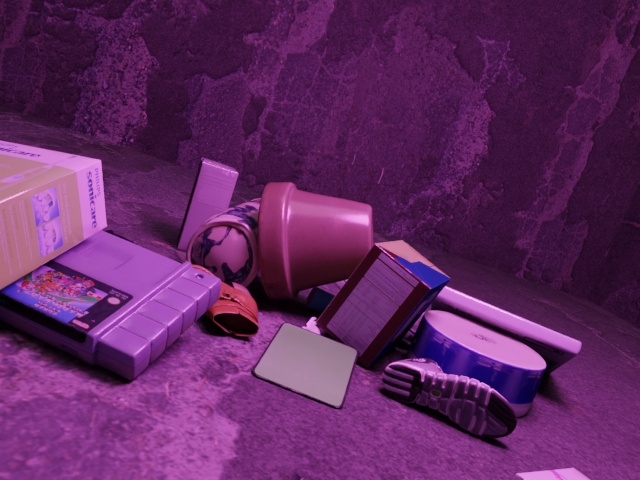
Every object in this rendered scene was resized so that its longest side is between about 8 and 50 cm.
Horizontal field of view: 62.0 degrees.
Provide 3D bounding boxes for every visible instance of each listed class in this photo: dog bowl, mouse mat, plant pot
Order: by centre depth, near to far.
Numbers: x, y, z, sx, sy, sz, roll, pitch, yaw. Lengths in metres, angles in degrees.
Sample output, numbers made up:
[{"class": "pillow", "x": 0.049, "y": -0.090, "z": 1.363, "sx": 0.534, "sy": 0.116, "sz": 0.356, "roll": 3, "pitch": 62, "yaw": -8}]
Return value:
[{"class": "mouse mat", "x": -0.019, "y": 0.204, "z": 0.898, "sx": 0.153, "sy": 0.007, "sz": 0.189, "roll": 20, "pitch": 21, "yaw": 6}, {"class": "dog bowl", "x": 0.320, "y": 0.247, "z": 1.107, "sx": 0.265, "sy": 0.104, "sz": 0.265, "roll": 19, "pitch": 9, "yaw": -3}, {"class": "plant pot", "x": 0.000, "y": 0.000, "z": 1.168, "sx": 0.230, "sy": 0.262, "sz": 0.263, "roll": -1, "pitch": 7, "yaw": 8}]

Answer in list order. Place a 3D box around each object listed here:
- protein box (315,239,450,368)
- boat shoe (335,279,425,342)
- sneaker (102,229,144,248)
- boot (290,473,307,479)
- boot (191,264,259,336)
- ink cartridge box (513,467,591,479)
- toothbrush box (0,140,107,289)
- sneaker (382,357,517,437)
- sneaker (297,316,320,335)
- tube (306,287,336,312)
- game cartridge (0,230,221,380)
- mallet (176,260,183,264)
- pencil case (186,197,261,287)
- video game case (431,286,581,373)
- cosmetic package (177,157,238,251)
[{"class": "protein box", "x": 0.132, "y": 0.121, "z": 1.078, "sx": 0.136, "sy": 0.201, "sz": 0.200, "roll": 41, "pitch": 17, "yaw": 17}, {"class": "boat shoe", "x": 0.141, "y": 0.136, "z": 1.268, "sx": 0.267, "sy": 0.088, "sz": 0.096, "roll": 36, "pitch": 2, "yaw": 44}, {"class": "sneaker", "x": -0.353, "y": 0.031, "z": 0.983, "sx": 0.235, "sy": 0.084, "sz": 0.097, "roll": 28, "pitch": 31, "yaw": 23}, {"class": "boot", "x": 0.073, "y": 0.301, "z": 0.379, "sx": 0.223, "sy": 0.118, "sz": 0.338, "roll": 14, "pitch": -1, "yaw": -11}, {"class": "boot", "x": -0.205, "y": 0.110, "z": 0.970, "sx": 0.197, "sy": 0.072, "sz": 0.152, "roll": 13, "pitch": 15, "yaw": -20}, {"class": "ink cartridge box", "x": 0.284, "y": 0.330, "z": 0.613, "sx": 0.143, "sy": 0.092, "sz": 0.090, "roll": 14, "pitch": 10, "yaw": -35}, {"class": "toothbrush box", "x": -0.473, "y": -0.038, "z": 0.735, "sx": 0.206, "sy": 0.122, "sz": 0.283, "roll": 11, "pitch": 28, "yaw": 12}, {"class": "sneaker", "x": 0.229, "y": 0.258, "z": 0.940, "sx": 0.229, "sy": 0.086, "sz": 0.132, "roll": 21, "pitch": 7, "yaw": 15}, {"class": "sneaker", "x": -0.018, "y": 0.183, "z": 1.034, "sx": 0.044, "sy": 0.040, "sz": 0.109, "roll": 31, "pitch": 17, "yaw": 8}, {"class": "tube", "x": 0.070, "y": 0.169, "z": 1.244, "sx": 0.207, "sy": 0.052, "sz": 0.080, "roll": 23, "pitch": 11, "yaw": -12}, {"class": "game cartridge", "x": -0.359, "y": 0.059, "z": 0.798, "sx": 0.355, "sy": 0.068, "sz": 0.230, "roll": 21, "pitch": 25, "yaw": 12}, {"class": "mallet", "x": -0.358, "y": 0.057, "z": 1.078, "sx": 0.190, "sy": 0.039, "sz": 0.062, "roll": 10, "pitch": 14, "yaw": -25}, {"class": "pencil case", "x": -0.184, "y": 0.007, "z": 1.276, "sx": 0.160, "sy": 0.183, "sz": 0.410, "roll": 15, "pitch": 12, "yaw": 4}, {"class": "video game case", "x": 0.429, "y": 0.221, "z": 1.301, "sx": 0.329, "sy": 0.036, "sz": 0.300, "roll": 22, "pitch": -16, "yaw": 19}, {"class": "cosmetic package", "x": -0.297, "y": -0.087, "z": 1.395, "sx": 0.107, "sy": 0.237, "sz": 0.127, "roll": 19, "pitch": 7, "yaw": -18}]
